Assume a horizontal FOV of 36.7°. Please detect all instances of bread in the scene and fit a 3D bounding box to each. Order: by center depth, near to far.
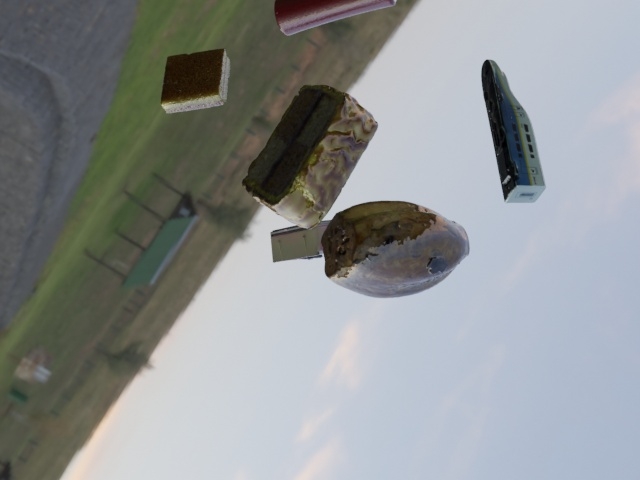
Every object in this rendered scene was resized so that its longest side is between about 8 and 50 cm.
[{"bbox_3d":[-0.184,-0.234,1.419,0.035,0.094,0.090,63,25,-56],"label":"bread"},{"bbox_3d":[-0.013,-0.135,1.506,0.222,0.096,0.181,-59,-147,-5],"label":"bread"}]

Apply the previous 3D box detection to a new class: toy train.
[{"bbox_3d":[0.275,-0.166,1.400,0.052,0.051,0.234,113,-24,-59],"label":"toy train"}]

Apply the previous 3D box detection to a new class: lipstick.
[{"bbox_3d":[0.028,-0.465,1.876,0.241,0.080,0.080,-10,-147,21],"label":"lipstick"}]

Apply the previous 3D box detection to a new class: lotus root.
[{"bbox_3d":[0.153,0.008,1.813,0.193,0.291,0.193,-6,-97,62],"label":"lotus root"}]

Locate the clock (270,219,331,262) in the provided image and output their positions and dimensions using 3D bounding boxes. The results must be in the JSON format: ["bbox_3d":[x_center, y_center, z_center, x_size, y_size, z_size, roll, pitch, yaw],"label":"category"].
[{"bbox_3d":[0.000,0.000,1.999,0.192,0.147,0.071,-11,-94,57],"label":"clock"}]
